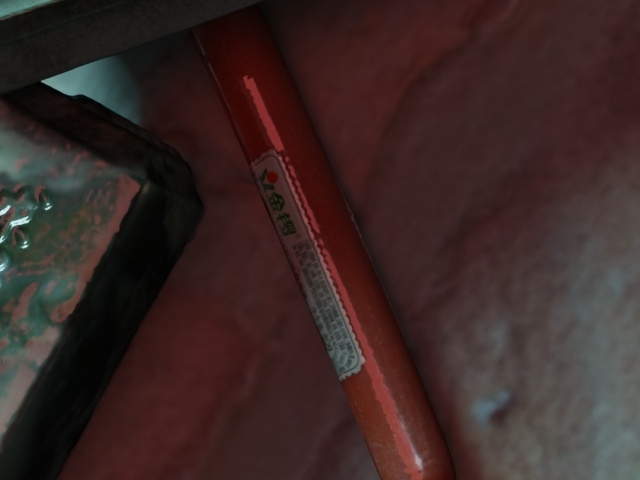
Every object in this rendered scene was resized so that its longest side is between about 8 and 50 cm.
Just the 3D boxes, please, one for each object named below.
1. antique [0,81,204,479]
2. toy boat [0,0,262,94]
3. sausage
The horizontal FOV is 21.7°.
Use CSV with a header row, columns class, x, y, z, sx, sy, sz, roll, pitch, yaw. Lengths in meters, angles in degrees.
class,x,y,z,sx,sy,sz,roll,pitch,yaw
antique,-0.127,0.028,0.664,0.088,0.086,0.183,29,90,12
toy boat,-0.021,-0.161,0.641,0.320,0.092,0.141,-20,50,-5
sausage,0.000,0.000,0.667,0.034,0.034,0.253,-25,80,8
